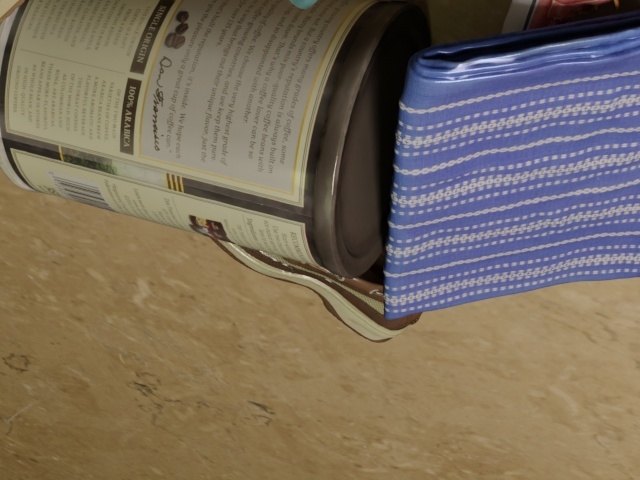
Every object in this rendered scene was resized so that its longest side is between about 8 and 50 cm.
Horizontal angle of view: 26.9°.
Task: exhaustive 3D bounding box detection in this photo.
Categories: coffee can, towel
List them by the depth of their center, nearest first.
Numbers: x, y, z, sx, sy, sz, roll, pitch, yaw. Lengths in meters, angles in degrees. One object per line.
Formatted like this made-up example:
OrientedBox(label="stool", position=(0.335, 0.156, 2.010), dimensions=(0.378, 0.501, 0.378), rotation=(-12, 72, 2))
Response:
OrientedBox(label="towel", position=(0.169, -0.042, 0.955), dimensions=(0.243, 0.040, 0.336), rotation=(-10, 149, -6))
OrientedBox(label="coffee can", position=(-0.079, -0.103, 0.998), dimensions=(0.275, 0.201, 0.201), rotation=(15, 149, 18))

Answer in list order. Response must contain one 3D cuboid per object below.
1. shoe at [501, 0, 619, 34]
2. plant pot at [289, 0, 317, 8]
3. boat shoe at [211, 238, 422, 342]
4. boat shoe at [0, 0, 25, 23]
OrientedBox(label="shoe", position=(0.171, -0.164, 0.851), dimensions=(0.081, 0.063, 0.178), rotation=(24, 148, 8))
OrientedBox(label="plant pot", position=(0.040, -0.267, 0.662), dimensions=(0.165, 0.166, 0.234), rotation=(47, 143, -12))
OrientedBox(label="boat shoe", position=(0.001, -0.006, 1.225), dimensions=(0.257, 0.095, 0.095), rotation=(32, 137, -24))
OrientedBox(label="boat shoe", position=(-0.229, -0.213, 0.864), dimensions=(0.123, 0.342, 0.123), rotation=(63, 177, -38))
